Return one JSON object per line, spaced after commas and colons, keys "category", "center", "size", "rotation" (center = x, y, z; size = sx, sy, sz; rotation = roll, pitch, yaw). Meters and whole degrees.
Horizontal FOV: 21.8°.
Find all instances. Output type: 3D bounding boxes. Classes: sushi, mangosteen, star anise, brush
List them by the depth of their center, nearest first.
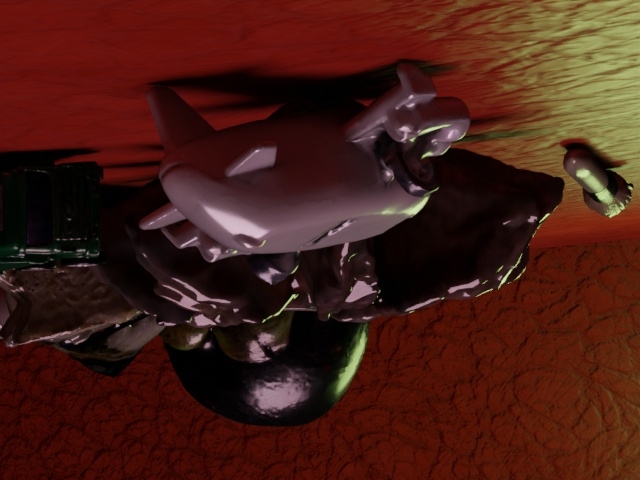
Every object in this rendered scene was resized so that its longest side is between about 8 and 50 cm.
{"category": "star anise", "center": [0.001, 0.000, 1.076], "size": [0.332, 0.117, 0.332], "rotation": [-8, -177, 0]}
{"category": "sushi", "center": [-0.152, 0.018, 1.220], "size": [0.109, 0.134, 0.273], "rotation": [-9, 168, 12]}
{"category": "brush", "center": [0.221, -0.050, 1.323], "size": [0.042, 0.039, 0.299], "rotation": [34, -176, 13]}
{"category": "mangosteen", "center": [-0.066, 0.075, 1.642], "size": [0.243, 0.243, 0.243], "rotation": [-5, 177, 0]}

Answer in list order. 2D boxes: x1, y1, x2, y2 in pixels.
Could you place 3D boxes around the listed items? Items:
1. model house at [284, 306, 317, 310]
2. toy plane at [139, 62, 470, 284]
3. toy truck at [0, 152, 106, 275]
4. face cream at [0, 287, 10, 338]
{"category": "model house", "center": [-0.042, 0.015, 1.475], "size": [0.100, 0.100, 0.088], "rotation": [-3, 178, -1]}
{"category": "toy plane", "center": [-0.011, -0.034, 0.792], "size": [0.174, 0.080, 0.174], "rotation": [-19, 165, -5]}
{"category": "toy truck", "center": [-0.185, -0.014, 1.004], "size": [0.079, 0.065, 0.147], "rotation": [-1, 176, -31]}
{"category": "face cream", "center": [-0.306, 0.059, 2.060], "size": [0.314, 0.089, 0.143], "rotation": [-14, 174, 12]}
